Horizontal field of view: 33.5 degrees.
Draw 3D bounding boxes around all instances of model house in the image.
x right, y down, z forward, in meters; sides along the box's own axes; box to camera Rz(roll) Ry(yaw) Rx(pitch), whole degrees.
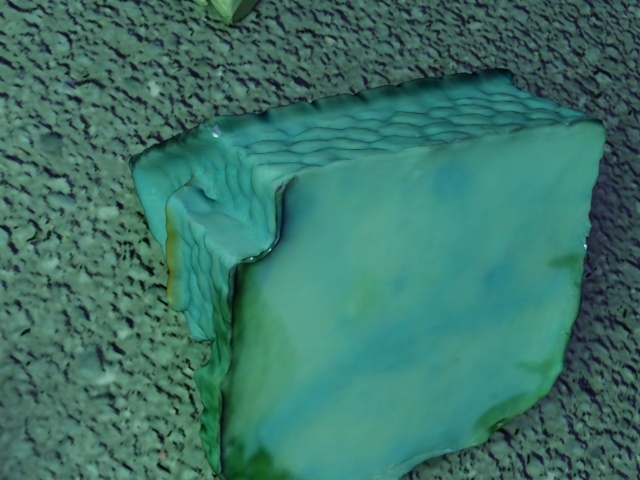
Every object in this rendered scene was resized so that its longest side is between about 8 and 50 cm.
[{"bbox_3d":[0.000,0.000,0.697,0.261,0.226,0.241,-13,33,-29],"label":"model house"}]

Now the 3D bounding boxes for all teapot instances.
[{"bbox_3d":[-0.088,-0.210,0.820,0.083,0.057,0.067,36,55,7],"label":"teapot"}]
